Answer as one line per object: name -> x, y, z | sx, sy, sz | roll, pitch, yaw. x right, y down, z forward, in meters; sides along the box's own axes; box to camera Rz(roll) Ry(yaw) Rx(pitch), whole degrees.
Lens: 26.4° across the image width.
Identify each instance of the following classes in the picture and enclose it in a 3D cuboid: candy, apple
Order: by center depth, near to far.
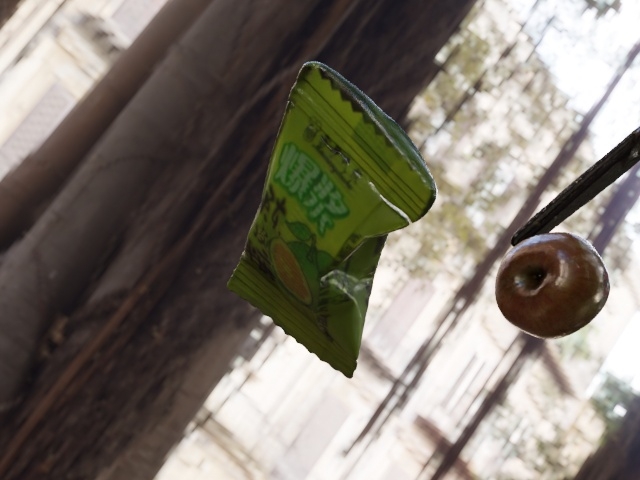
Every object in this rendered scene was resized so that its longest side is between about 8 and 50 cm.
apple -> 0.173, 0.034, 1.012 | 0.084, 0.084, 0.071 | 23, -7, 40
candy -> 0.000, 0.000, 1.035 | 0.149, 0.069, 0.246 | 45, -37, 24

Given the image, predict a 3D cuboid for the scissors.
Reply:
scissors -> 0.268, -0.098, 1.036 | 0.024, 0.317, 0.160 | 54, 5, 37
